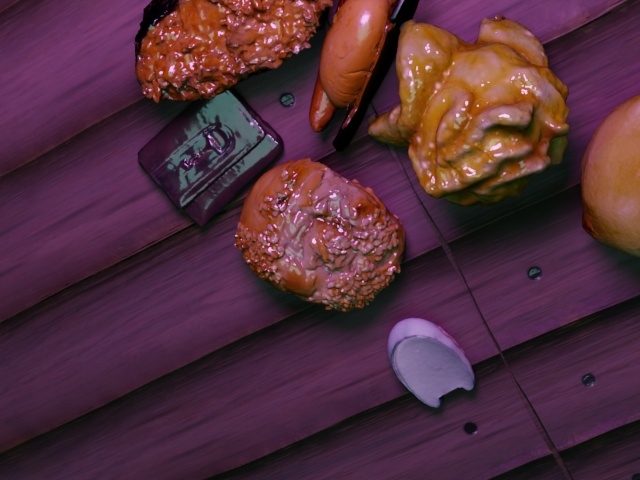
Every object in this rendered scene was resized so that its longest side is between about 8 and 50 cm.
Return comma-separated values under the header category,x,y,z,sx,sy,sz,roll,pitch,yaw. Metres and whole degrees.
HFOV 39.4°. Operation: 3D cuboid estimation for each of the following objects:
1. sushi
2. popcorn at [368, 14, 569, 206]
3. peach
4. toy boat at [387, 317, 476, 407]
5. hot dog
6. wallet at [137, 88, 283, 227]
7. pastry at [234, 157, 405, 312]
category,x,y,z,sx,sy,sz,roll,pitch,yaw
sushi,-0.156,-0.371,1.446,0.348,0.207,0.234,-26,113,17
popcorn,0.231,-0.204,1.432,0.321,0.290,0.326,-29,124,13
peach,0.582,-0.104,1.434,0.315,0.281,0.314,-3,116,15
toy boat,0.208,0.226,1.712,0.134,0.079,0.208,-32,115,23
hot dog,0.049,-0.302,1.462,0.107,0.194,0.326,30,112,7
wallet,-0.198,-0.158,1.612,0.229,0.049,0.182,-41,99,16
pastry,0.000,0.000,1.592,0.310,0.162,0.255,23,113,-2
